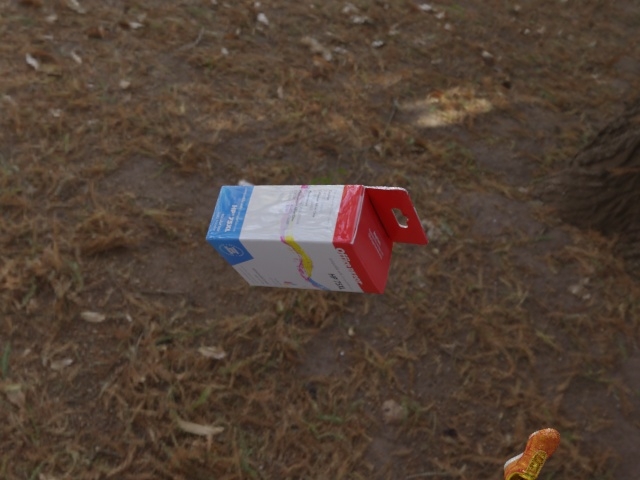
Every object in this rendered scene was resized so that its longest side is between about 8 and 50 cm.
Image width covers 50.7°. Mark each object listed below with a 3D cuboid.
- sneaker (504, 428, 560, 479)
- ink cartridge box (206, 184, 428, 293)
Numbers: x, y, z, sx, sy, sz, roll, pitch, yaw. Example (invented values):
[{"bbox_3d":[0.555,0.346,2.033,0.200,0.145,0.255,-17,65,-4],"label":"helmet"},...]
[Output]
[{"bbox_3d":[0.439,0.453,1.385,0.064,0.175,0.067,20,31,-6],"label":"sneaker"},{"bbox_3d":[0.000,0.000,0.806,0.231,0.134,0.078,2,62,23],"label":"ink cartridge box"}]
